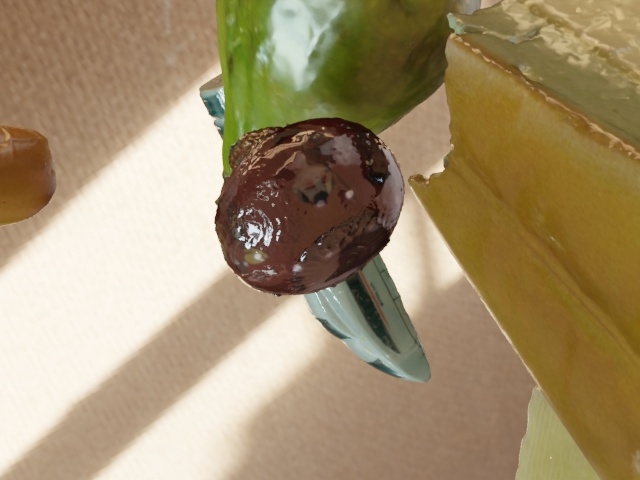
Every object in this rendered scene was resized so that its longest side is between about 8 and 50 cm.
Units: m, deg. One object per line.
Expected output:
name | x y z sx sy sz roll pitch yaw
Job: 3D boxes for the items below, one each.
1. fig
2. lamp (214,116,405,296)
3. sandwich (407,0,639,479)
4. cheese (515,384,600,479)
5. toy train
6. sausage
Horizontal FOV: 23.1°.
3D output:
fig | -0.015 -0.186 1.365 0.314 0.233 0.233 -30 144 15
lamp | -0.016 -0.034 1.221 0.156 0.135 0.157 -20 154 -31
sandwich | 0.154 -0.004 0.713 0.155 0.198 0.227 -28 137 -23
cheese | 0.320 0.300 1.665 0.123 0.242 0.266 15 81 -35
toy train | 0.000 0.000 1.663 0.088 0.086 0.407 -34 108 -21
sausage | -0.467 -0.061 1.733 0.353 0.116 0.134 -8 178 -38
